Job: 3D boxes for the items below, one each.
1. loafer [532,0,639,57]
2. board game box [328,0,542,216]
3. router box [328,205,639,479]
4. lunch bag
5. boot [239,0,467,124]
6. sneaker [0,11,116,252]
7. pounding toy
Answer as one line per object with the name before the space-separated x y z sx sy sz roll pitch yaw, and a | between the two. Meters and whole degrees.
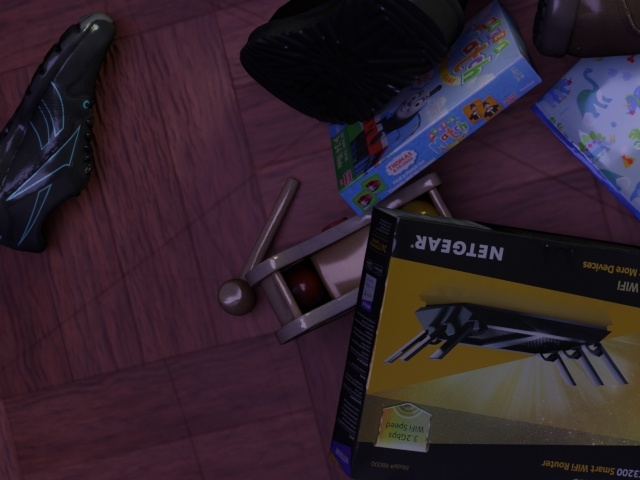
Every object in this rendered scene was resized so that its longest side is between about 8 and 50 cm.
loafer | 0.300 -0.325 1.691 0.130 0.134 0.366 17 84 2
board game box | 0.104 -0.129 1.751 0.211 0.160 0.039 -36 113 13
router box | 0.180 0.111 1.707 0.309 0.081 0.243 8 97 -16
lunch bag | 0.298 -0.111 1.730 0.129 0.096 0.151 -46 71 12
boot | 0.084 -0.257 1.752 0.131 0.348 0.260 41 64 -19
sneaker | -0.273 -0.110 1.900 0.106 0.101 0.267 31 100 -10
pounding toy | 0.000 0.000 1.785 0.269 0.154 0.155 -29 85 14
